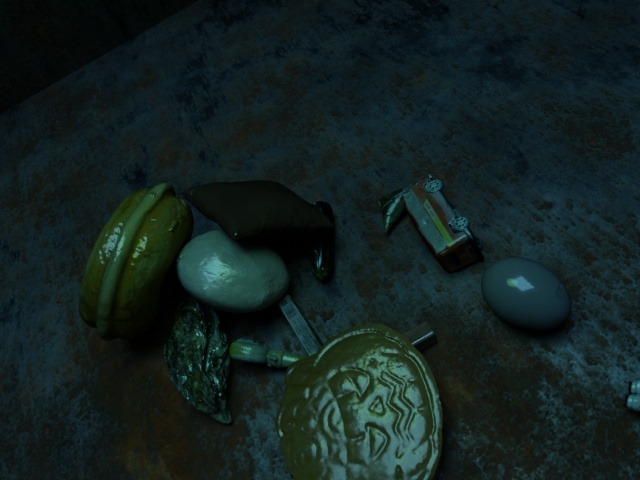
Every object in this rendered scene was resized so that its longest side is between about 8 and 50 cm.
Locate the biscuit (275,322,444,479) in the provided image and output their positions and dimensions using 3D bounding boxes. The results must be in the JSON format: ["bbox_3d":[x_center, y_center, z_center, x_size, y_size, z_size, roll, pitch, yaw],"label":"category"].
[{"bbox_3d":[0.077,0.370,1.317,0.365,0.062,0.385,-25,54,8],"label":"biscuit"}]

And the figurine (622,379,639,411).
[{"bbox_3d":[0.673,0.300,1.118,0.229,0.112,0.137,1,44,41],"label":"figurine"}]

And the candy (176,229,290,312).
[{"bbox_3d":[-0.222,0.073,1.595,0.296,0.185,0.295,11,22,-4],"label":"candy"}]

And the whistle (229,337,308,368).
[{"bbox_3d":[-0.124,0.276,1.504,0.199,0.104,0.057,7,80,13],"label":"whistle"}]

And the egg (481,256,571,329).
[{"bbox_3d":[0.441,0.115,1.341,0.146,0.146,0.199,-44,56,-14],"label":"egg"}]

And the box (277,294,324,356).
[{"bbox_3d":[-0.043,0.219,1.540,0.041,0.050,0.207,-36,47,-2],"label":"box"}]

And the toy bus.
[{"bbox_3d":[0.300,-0.046,1.562,0.120,0.121,0.265,-32,46,9],"label":"toy bus"}]

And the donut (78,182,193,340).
[{"bbox_3d":[-0.479,0.055,1.648,0.198,0.449,0.448,20,57,-3],"label":"donut"}]

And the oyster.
[{"bbox_3d":[-0.296,0.297,1.542,0.158,0.162,0.350,-4,48,-31],"label":"oyster"}]

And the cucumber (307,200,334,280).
[{"bbox_3d":[0.001,0.001,1.684,0.075,0.074,0.241,-13,50,15],"label":"cucumber"}]

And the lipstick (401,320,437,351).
[{"bbox_3d":[0.191,0.242,1.418,0.145,0.045,0.045,-30,45,0],"label":"lipstick"}]

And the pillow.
[{"bbox_3d":[-0.166,-0.085,1.639,0.308,0.108,0.305,-6,27,-35],"label":"pillow"}]

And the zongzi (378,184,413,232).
[{"bbox_3d":[0.213,-0.084,1.662,0.109,0.055,0.119,-26,46,24],"label":"zongzi"}]
